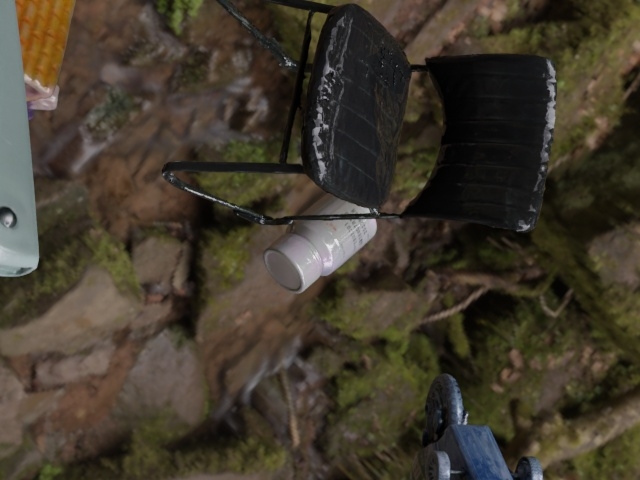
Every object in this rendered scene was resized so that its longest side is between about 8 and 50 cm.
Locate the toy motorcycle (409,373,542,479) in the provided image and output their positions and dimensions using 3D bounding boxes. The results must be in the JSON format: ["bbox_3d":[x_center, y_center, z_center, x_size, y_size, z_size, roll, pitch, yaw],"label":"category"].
[{"bbox_3d":[0.124,0.232,0.818,0.092,0.254,0.135,5,118,-13],"label":"toy motorcycle"}]

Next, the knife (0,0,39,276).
[{"bbox_3d":[-0.140,-0.063,0.381,0.023,0.162,0.044,-23,157,26],"label":"knife"}]

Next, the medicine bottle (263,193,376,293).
[{"bbox_3d":[0.000,0.000,0.758,0.089,0.052,0.052,-40,155,-31],"label":"medicine bottle"}]

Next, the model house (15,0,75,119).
[{"bbox_3d":[-0.400,-0.201,1.039,0.237,0.202,0.237,7,140,-13],"label":"model house"}]

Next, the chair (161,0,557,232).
[{"bbox_3d":[0.032,-0.082,0.634,0.145,0.221,0.140,26,72,-62],"label":"chair"}]
